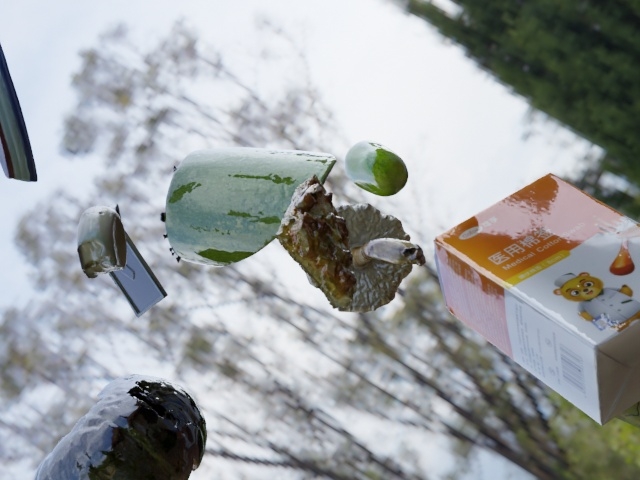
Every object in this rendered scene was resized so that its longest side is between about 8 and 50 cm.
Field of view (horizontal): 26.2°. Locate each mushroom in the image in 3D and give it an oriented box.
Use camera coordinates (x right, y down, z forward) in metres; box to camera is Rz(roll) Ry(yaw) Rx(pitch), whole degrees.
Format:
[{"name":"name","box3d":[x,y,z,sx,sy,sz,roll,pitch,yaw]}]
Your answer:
[{"name":"mushroom","box3d":[0.098,0.003,2.852,0.302,0.233,0.208,120,173,-53]}]

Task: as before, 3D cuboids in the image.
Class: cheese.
[{"name":"cheese","box3d":[-0.276,0.000,1.779,0.171,0.047,0.092,-51,-44,-86]}]

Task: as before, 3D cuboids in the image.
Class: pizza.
[{"name":"pizza","box3d":[0.001,0.000,1.701,0.046,0.175,0.134,-26,-10,27]}]

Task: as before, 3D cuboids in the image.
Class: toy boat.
[{"name":"toy boat","box3d":[-0.449,-0.186,1.937,0.046,0.080,0.229,-22,-73,-34]}]

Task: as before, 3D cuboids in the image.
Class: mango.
[{"name":"mango","box3d":[0.105,-0.126,2.505,0.089,0.117,0.163,-49,23,-1]}]

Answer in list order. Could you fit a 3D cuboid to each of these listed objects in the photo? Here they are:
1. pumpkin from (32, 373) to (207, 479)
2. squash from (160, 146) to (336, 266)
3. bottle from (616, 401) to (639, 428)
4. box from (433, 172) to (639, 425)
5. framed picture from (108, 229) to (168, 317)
[{"name":"pumpkin","box3d":[-0.313,0.348,2.128,0.320,0.192,0.320,-49,6,6]},{"name":"squash","box3d":[-0.083,-0.041,2.010,0.189,0.260,0.189,-22,-65,-60]},{"name":"bottle","box3d":[0.463,0.234,2.086,0.083,0.269,0.083,-52,-1,-1]},{"name":"box","box3d":[0.343,0.066,1.874,0.225,0.341,0.143,-29,-50,-21]},{"name":"framed picture","box3d":[-0.307,0.044,2.183,0.011,0.149,0.109,-33,-1,-38]}]
